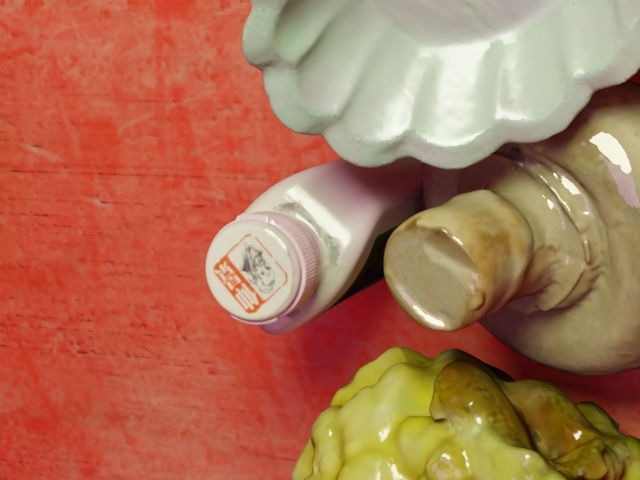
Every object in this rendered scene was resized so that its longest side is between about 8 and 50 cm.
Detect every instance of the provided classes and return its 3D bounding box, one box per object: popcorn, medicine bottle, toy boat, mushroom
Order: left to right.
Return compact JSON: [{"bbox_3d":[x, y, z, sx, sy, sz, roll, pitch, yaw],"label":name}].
[{"bbox_3d":[0.000,0.000,1.028,0.078,0.219,0.115,46,113,9],"label":"medicine bottle"},{"bbox_3d":[0.105,0.201,1.011,0.293,0.293,0.237,37,94,13],"label":"popcorn"},{"bbox_3d":[0.092,-0.156,0.847,0.290,0.100,0.199,-30,126,27],"label":"toy boat"},{"bbox_3d":[0.143,0.000,0.973,0.206,0.209,0.206,13,136,13],"label":"mushroom"}]
